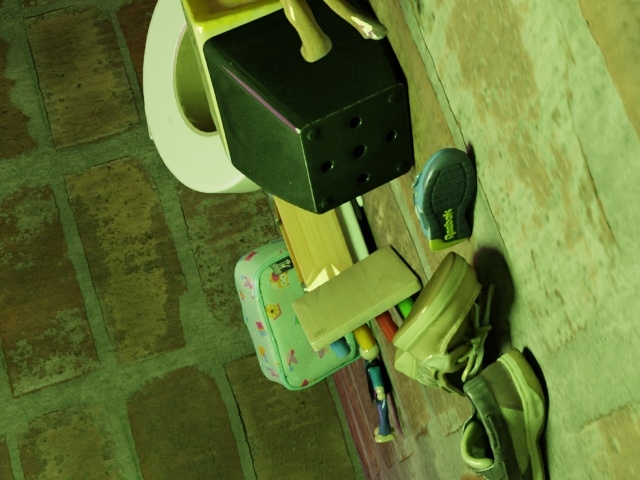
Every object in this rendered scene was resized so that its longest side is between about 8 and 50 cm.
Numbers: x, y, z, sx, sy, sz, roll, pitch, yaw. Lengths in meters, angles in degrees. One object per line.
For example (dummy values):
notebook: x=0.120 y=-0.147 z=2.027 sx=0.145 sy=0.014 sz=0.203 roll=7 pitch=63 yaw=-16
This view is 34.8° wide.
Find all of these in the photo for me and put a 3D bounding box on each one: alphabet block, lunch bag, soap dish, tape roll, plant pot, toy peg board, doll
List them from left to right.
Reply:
tape roll: x=-0.151 y=-0.265 z=1.616 sx=0.392 sy=0.072 sz=0.392 roll=4 pitch=96 yaw=49
alphabet block: x=-0.062 y=-0.240 z=1.321 sx=0.192 sy=0.193 sz=0.197 roll=-118 pitch=13 yaw=-56
lunch bag: x=-0.026 y=0.119 z=1.902 sx=0.108 sy=0.224 sz=0.279 roll=19 pitch=128 yaw=57
soap dish: x=0.000 y=0.000 z=1.697 sx=0.291 sy=0.118 sz=0.229 roll=95 pitch=156 yaw=-81
plant pot: x=0.003 y=-0.143 z=1.135 sx=0.167 sy=0.187 sz=0.188 roll=50 pitch=160 yaw=42
toy peg board: x=0.060 y=0.099 z=1.384 sx=0.079 sy=0.161 sz=0.161 roll=59 pitch=179 yaw=-19
doll: x=0.108 y=0.277 z=1.908 sx=0.129 sy=0.046 sz=0.189 roll=-82 pitch=-17 yaw=-82

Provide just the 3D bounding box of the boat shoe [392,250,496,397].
boat shoe: x=0.132 y=0.090 z=1.003 sx=0.089 sy=0.104 sz=0.285 roll=33 pitch=169 yaw=12

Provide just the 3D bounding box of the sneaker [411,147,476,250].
sneaker: x=0.110 y=-0.046 z=0.952 sx=0.144 sy=0.053 sz=0.059 roll=85 pitch=169 yaw=-59

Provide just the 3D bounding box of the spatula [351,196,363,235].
spatula: x=0.026 y=-0.127 z=1.673 sx=0.168 sy=0.019 sz=0.242 roll=86 pitch=166 yaw=-62

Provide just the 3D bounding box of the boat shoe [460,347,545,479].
boat shoe: x=0.167 y=0.189 z=0.970 sx=0.223 sy=0.073 sz=0.080 roll=80 pitch=171 yaw=-45

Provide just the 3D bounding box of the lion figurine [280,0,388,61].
lion figurine: x=-0.047 y=-0.347 z=1.009 sx=0.240 sy=0.142 sz=0.392 roll=60 pitch=176 yaw=-34
